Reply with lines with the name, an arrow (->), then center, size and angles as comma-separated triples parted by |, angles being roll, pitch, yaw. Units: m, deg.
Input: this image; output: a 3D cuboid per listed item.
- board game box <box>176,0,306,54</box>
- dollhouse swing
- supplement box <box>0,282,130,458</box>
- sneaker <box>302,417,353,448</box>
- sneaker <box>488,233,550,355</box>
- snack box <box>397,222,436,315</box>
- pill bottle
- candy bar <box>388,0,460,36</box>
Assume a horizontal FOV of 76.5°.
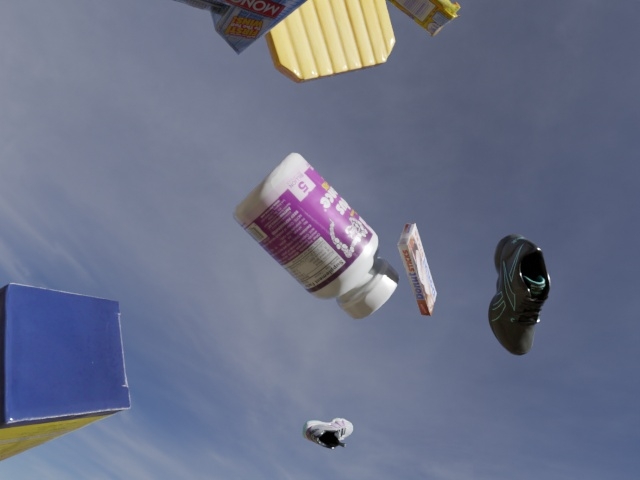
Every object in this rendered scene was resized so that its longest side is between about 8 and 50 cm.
board game box -> -0.098, -0.306, 0.470 | 0.194, 0.194, 0.060 | -24, -101, 47
dollhouse swing -> 0.043, -0.512, 0.715 | 0.304, 0.347, 0.315 | 66, -27, 2
supplement box -> -0.521, 0.236, 0.653 | 0.357, 0.194, 0.195 | -25, -24, 15
sneaker -> 0.026, 0.321, 0.665 | 0.098, 0.038, 0.069 | 8, -7, -31
sneaker -> 0.424, 0.123, 0.864 | 0.101, 0.106, 0.267 | -6, -84, -6
snack box -> 0.182, 0.057, 0.756 | 0.022, 0.064, 0.178 | -5, -53, 30
pill bottle -> 0.000, 0.000, 0.747 | 0.301, 0.169, 0.169 | 45, -48, -11
candy bar -> 0.061, -0.245, 0.373 | 0.162, 0.018, 0.040 | 27, -34, -20
